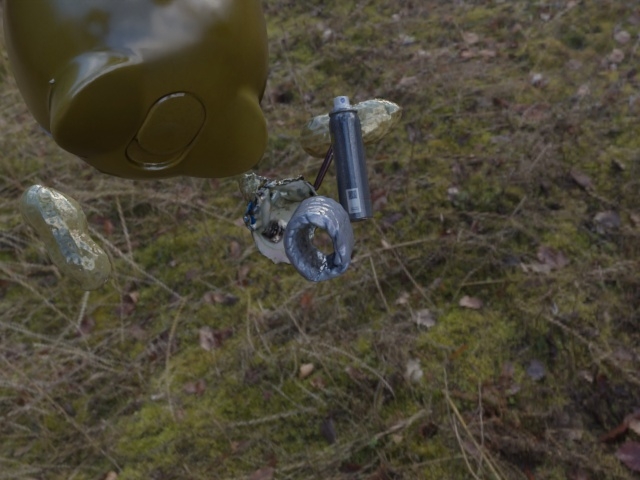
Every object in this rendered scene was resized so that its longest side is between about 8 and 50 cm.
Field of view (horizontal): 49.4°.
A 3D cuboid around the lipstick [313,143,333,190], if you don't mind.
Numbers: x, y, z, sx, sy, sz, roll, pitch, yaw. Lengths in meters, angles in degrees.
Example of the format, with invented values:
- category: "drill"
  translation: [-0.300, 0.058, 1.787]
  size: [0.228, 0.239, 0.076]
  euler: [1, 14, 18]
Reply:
- category: "lipstick"
  translation: [0.018, -0.221, 1.979]
  size: [0.027, 0.027, 0.176]
  euler: [29, 96, 40]

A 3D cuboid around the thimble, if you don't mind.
- category: "thimble"
  translation: [-0.003, -0.002, 1.381]
  size: [0.127, 0.151, 0.118]
  euler: [-19, 19, 19]

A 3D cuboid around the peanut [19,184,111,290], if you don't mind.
- category: "peanut"
  translation: [-0.607, -0.008, 1.668]
  size: [0.130, 0.290, 0.130]
  euler: [-30, 3, 2]

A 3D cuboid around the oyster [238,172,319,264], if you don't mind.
- category: "oyster"
  translation: [-0.096, -0.049, 1.632]
  size: [0.214, 0.222, 0.083]
  euler: [-1, 16, -35]

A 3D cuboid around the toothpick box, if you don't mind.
- category: "toothpick box"
  translation: [-0.288, -0.305, 1.116]
  size: [0.409, 0.409, 0.425]
  euler: [-20, 58, -2]

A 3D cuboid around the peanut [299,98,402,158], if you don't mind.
- category: "peanut"
  translation: [0.095, -0.338, 2.102]
  size: [0.325, 0.153, 0.140]
  euler: [-18, 81, 3]

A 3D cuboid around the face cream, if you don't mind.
- category: "face cream"
  translation: [0.065, -0.183, 1.570]
  size: [0.073, 0.283, 0.073]
  euler: [-7, -2, 0]
